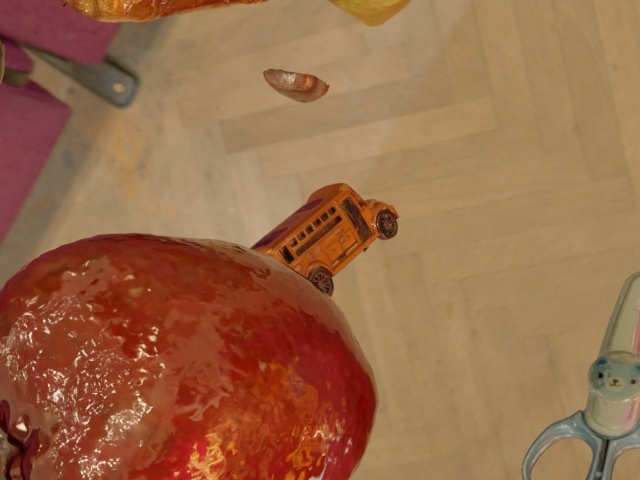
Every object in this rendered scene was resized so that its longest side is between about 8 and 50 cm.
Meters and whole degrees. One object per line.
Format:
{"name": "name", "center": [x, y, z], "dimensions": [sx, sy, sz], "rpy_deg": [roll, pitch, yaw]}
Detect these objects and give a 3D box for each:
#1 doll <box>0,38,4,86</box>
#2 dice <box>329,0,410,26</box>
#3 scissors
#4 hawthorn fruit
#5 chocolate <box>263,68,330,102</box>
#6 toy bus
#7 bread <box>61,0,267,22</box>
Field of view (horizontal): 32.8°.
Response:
{"name": "doll", "center": [-0.270, -0.114, 0.685], "dimensions": [0.089, 0.179, 0.102], "rpy_deg": [-42, 69, 23]}
{"name": "dice", "center": [0.045, -0.295, 0.916], "dimensions": [0.166, 0.169, 0.169], "rpy_deg": [42, 108, -10]}
{"name": "scissors", "center": [0.258, 0.127, 0.936], "dimensions": [0.125, 0.030, 0.256], "rpy_deg": [5, 49, 26]}
{"name": "hawthorn fruit", "center": [-0.113, 0.127, 0.791], "dimensions": [0.311, 0.295, 0.295], "rpy_deg": [-15, 87, -2]}
{"name": "chocolate", "center": [-0.030, -0.187, 1.339], "dimensions": [0.064, 0.100, 0.031], "rpy_deg": [10, 91, 14]}
{"name": "toy bus", "center": [0.000, 0.000, 1.195], "dimensions": [0.083, 0.194, 0.088], "rpy_deg": [-18, 107, 46]}
{"name": "bread", "center": [-0.184, -0.358, 1.269], "dimensions": [0.195, 0.344, 0.149], "rpy_deg": [31, 121, 24]}
